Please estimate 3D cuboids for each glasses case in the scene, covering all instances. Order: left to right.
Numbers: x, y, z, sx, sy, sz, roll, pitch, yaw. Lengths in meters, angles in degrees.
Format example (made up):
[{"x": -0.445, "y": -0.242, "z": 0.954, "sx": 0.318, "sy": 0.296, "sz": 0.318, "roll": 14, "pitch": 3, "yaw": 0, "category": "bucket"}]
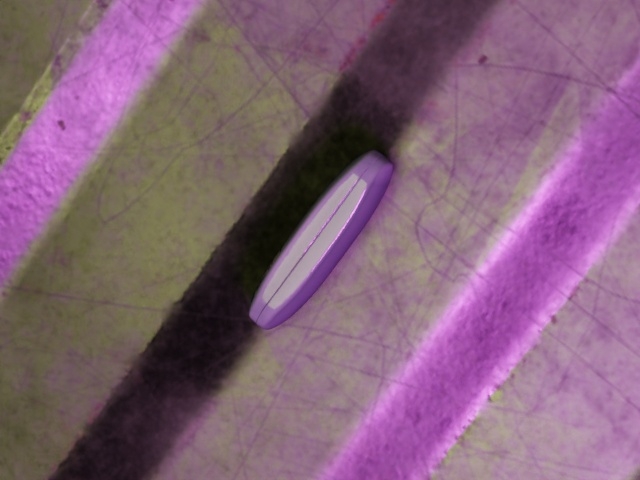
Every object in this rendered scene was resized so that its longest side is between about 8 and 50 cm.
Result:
[{"x": 0.000, "y": 0.000, "z": 1.632, "sx": 0.045, "sy": 0.067, "sz": 0.178, "roll": 38, "pitch": 103, "yaw": 7, "category": "glasses case"}]
